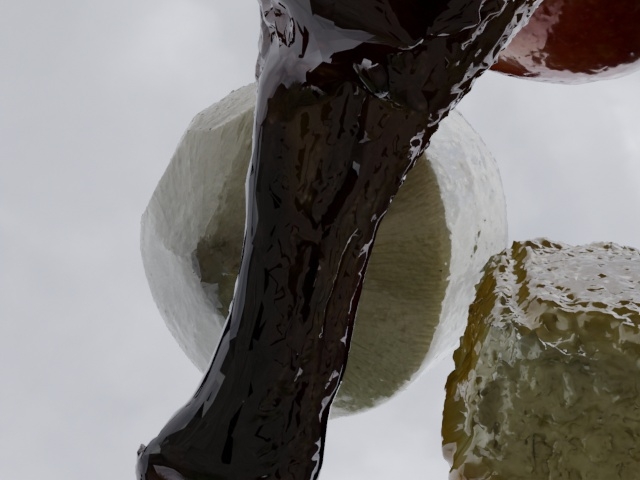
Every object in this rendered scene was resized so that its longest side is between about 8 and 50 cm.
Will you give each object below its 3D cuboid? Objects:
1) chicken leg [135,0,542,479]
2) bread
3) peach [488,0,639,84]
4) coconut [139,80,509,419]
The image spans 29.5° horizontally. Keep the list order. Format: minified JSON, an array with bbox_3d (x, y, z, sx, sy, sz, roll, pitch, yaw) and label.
[{"bbox_3d":[0.054,-0.082,0.333,0.158,0.407,0.096,46,-156,19],"label":"chicken leg"},{"bbox_3d":[0.146,0.072,0.594,0.174,0.245,0.121,0,-76,5],"label":"bread"},{"bbox_3d":[0.125,-0.197,0.599,0.199,0.243,0.243,-26,-97,-35],"label":"peach"},{"bbox_3d":[0.000,0.000,0.847,0.266,0.237,0.237,-22,-100,-55],"label":"coconut"}]
